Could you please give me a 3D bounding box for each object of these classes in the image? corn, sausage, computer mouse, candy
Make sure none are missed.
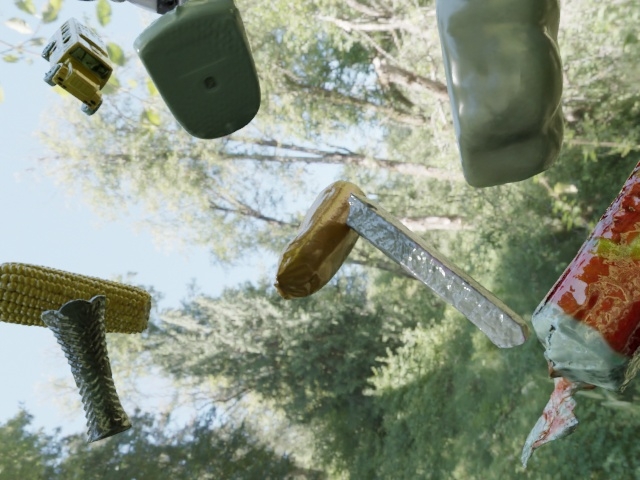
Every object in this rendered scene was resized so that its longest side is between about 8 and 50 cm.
[{"bbox_3d":[-0.574,0.136,1.273,0.144,0.387,0.144,-33,51,54],"label":"corn"},{"bbox_3d":[0.005,0.002,1.074,0.354,0.116,0.134,-58,-13,-52],"label":"sausage"},{"bbox_3d":[-0.143,-0.208,0.677,0.079,0.128,0.231,61,171,20],"label":"computer mouse"},{"bbox_3d":[0.194,0.007,0.331,0.292,0.059,0.086,-54,-33,-5],"label":"candy"}]

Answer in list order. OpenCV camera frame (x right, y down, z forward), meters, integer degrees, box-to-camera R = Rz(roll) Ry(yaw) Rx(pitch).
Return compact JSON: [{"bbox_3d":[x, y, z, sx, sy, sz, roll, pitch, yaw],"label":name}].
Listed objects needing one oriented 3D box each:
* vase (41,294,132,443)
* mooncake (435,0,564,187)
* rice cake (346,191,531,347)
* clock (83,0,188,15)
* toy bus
[{"bbox_3d":[-0.401,0.226,0.977,0.115,0.115,0.237,13,-124,-74],"label":"vase"},{"bbox_3d":[0.212,-0.204,0.651,0.275,0.135,0.275,-6,-90,-70],"label":"mooncake"},{"bbox_3d":[0.191,0.048,0.971,0.070,0.399,0.064,2,-56,-55],"label":"rice cake"},{"bbox_3d":[-0.352,-0.486,0.977,0.189,0.253,0.189,177,90,-74],"label":"clock"},{"bbox_3d":[-0.568,-0.420,1.311,0.121,0.123,0.335,39,-171,-40],"label":"toy bus"}]
